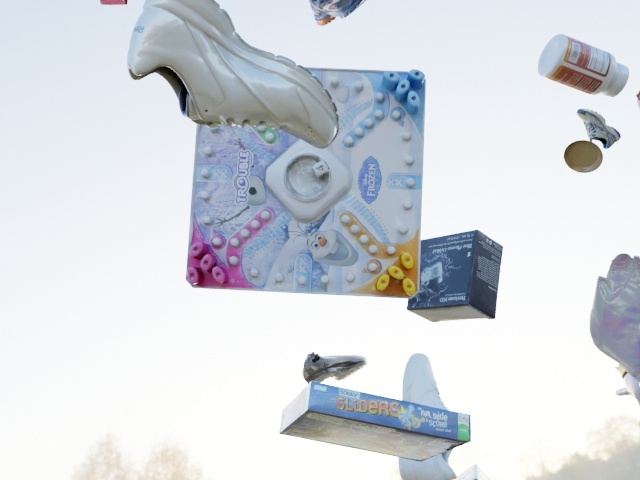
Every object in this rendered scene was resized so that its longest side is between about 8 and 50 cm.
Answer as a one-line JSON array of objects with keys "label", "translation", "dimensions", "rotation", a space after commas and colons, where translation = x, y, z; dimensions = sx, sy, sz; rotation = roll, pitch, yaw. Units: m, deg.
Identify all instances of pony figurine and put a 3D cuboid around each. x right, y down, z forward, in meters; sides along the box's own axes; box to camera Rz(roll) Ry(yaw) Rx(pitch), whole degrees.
[{"label": "pony figurine", "translation": [0.525, 0.214, 0.894], "dimensions": [0.303, 0.363, 0.351], "rotation": [8, -54, 3]}]

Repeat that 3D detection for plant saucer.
[{"label": "plant saucer", "translation": [0.588, -0.190, 1.411], "dimensions": [0.083, 0.015, 0.083], "rotation": [19, -46, 21]}]

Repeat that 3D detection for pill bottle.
[{"label": "pill bottle", "translation": [0.706, -0.461, 1.694], "dimensions": [0.216, 0.121, 0.121], "rotation": [17, -35, -11]}]

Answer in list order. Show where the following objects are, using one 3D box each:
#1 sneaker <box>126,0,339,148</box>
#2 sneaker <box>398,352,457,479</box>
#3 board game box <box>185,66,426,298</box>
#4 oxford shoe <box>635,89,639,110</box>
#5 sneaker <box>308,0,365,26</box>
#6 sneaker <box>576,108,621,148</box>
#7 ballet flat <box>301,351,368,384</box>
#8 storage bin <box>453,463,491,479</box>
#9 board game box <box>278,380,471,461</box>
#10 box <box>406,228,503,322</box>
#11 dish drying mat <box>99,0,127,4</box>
[{"label": "sneaker", "translation": [-0.107, -0.187, 0.788], "dimensions": [0.297, 0.129, 0.111], "rotation": [28, -12, -28]}, {"label": "sneaker", "translation": [0.176, 0.269, 0.966], "dimensions": [0.094, 0.212, 0.080], "rotation": [-12, -42, 23]}, {"label": "board game box", "translation": [-0.022, -0.106, 1.053], "dimensions": [0.390, 0.390, 0.050], "rotation": [3, -5, 1]}, {"label": "oxford shoe", "translation": [0.834, -0.367, 1.562], "dimensions": [0.130, 0.123, 0.348], "rotation": [13, -30, 51]}, {"label": "sneaker", "translation": [0.039, -0.563, 1.458], "dimensions": [0.221, 0.083, 0.087], "rotation": [1, -45, 54]}, {"label": "sneaker", "translation": [0.711, -0.287, 1.631], "dimensions": [0.058, 0.135, 0.052], "rotation": [-52, 4, 0]}, {"label": "ballet flat", "translation": [0.029, 0.259, 1.320], "dimensions": [0.084, 0.058, 0.250], "rotation": [-41, -23, 18]}, {"label": "storage bin", "translation": [0.239, 0.407, 0.965], "dimensions": [0.098, 0.091, 0.135], "rotation": [-38, -14, 7]}, {"label": "board game box", "translation": [0.063, 0.227, 0.777], "dimensions": [0.201, 0.035, 0.136], "rotation": [15, -31, -12]}, {"label": "box", "translation": [0.269, 0.075, 1.265], "dimensions": [0.093, 0.158, 0.156], "rotation": [27, -26, -35]}, {"label": "dish drying mat", "translation": [-0.401, -0.470, 1.217], "dimensions": [0.083, 0.032, 0.008], "rotation": [15, 28, 34]}]
